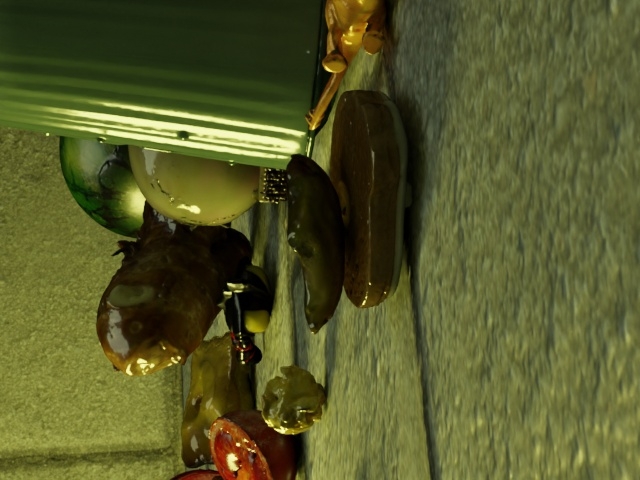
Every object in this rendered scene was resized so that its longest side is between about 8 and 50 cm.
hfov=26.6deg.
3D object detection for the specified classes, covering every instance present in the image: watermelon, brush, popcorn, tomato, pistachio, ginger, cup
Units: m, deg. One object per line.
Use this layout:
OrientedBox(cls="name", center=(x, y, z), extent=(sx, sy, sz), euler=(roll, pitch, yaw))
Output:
OrientedBox(cls="watermelon", center=(-0.342, -0.176, 2.624), extent=(0.363, 0.363, 0.363), euler=(179, 90, -80))
OrientedBox(cls="brush", center=(-0.059, -0.162, 1.868), extent=(0.036, 0.043, 0.248), euler=(-122, 33, -58))
OrientedBox(cls="popcorn", center=(-0.025, 0.199, 1.653), extent=(0.084, 0.084, 0.084), euler=(179, 90, -80))
OrientedBox(cls="tomato", center=(-0.077, 0.297, 1.878), extent=(0.159, 0.091, 0.139), euler=(28, 132, 48))
OrientedBox(cls="pistachio", center=(0.000, 0.000, 1.269), extent=(0.089, 0.049, 0.173), euler=(6, -105, -76))
OrientedBox(cls="ginger", center=(-0.239, 0.036, 2.132), extent=(0.418, 0.176, 0.254), euler=(-56, -49, -52))
OrientedBox(cls="cup", center=(-0.177, -0.243, 1.588), extent=(0.401, 0.392, 0.310), euler=(136, 138, -83))

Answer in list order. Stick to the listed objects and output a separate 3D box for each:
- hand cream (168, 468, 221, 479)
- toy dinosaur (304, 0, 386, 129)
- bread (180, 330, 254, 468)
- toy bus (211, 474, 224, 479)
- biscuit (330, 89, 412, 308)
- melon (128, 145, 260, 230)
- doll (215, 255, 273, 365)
OrientedBox(cls="hand cream", center=(-0.199, 0.480, 2.277), extent=(0.125, 0.193, 0.193), euler=(136, 133, -79))
OrientedBox(cls="toy dinosaur", center=(0.033, -0.225, 1.289), extent=(0.288, 0.070, 0.117), euler=(111, 167, -54))
OrientedBox(cls="bread", center=(-0.174, 0.278, 2.331), extent=(0.161, 0.088, 0.233), euler=(-24, 52, 60))
OrientedBox(cls="toy bus", center=(-0.129, 0.579, 2.176), extent=(0.092, 0.093, 0.408), euler=(-156, 65, -70))
OrientedBox(cls="biscuit", center=(0.048, -0.041, 1.258), extent=(0.181, 0.049, 0.208), euler=(-118, 25, -67))
OrientedBox(cls="melon", center=(-0.176, -0.171, 1.999), extent=(0.223, 0.223, 0.317), euler=(161, 108, -79))
OrientedBox(cls="doll", center=(-0.112, 0.109, 2.091), extent=(0.127, 0.088, 0.248), euler=(61, 167, 26))
